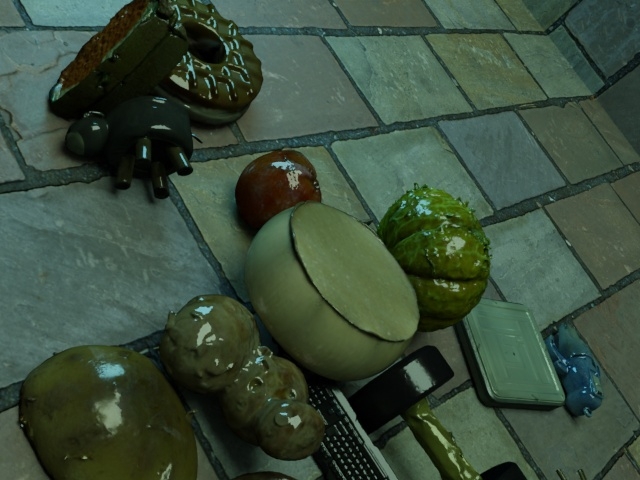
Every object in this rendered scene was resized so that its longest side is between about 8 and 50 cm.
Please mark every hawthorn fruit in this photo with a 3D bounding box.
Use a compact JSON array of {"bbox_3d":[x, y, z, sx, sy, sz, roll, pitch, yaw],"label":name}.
[{"bbox_3d":[-0.084,-0.092,1.603,0.173,0.173,0.173,25,44,-26],"label":"hawthorn fruit"}]

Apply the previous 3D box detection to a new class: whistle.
[{"bbox_3d":[0.624,0.315,1.978,0.180,0.093,0.269,29,36,-22],"label":"whistle"}]

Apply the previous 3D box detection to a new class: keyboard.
[{"bbox_3d":[0.036,0.355,1.393,0.106,0.016,0.262,-32,79,-7],"label":"keyboard"}]

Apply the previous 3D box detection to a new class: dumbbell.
[{"bbox_3d":[0.208,0.368,1.441,0.204,0.204,0.322,-20,71,-49],"label":"dumbbell"}]

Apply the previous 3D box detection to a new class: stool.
[{"bbox_3d":[-0.329,-0.160,1.459,0.228,0.153,0.139,-12,61,0],"label":"stool"}]

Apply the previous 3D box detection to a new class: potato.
[{"bbox_3d":[-0.274,0.257,1.166,0.299,0.116,0.239,52,34,3],"label":"potato"}]

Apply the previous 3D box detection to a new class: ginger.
[{"bbox_3d":[-0.114,0.219,1.288,0.304,0.155,0.244,42,-2,6],"label":"ginger"}]

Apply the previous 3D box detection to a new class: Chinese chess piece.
[{"bbox_3d":[0.024,0.086,1.452,0.338,0.140,0.338,35,30,-24],"label":"Chinese chess piece"}]

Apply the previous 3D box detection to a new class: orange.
[{"bbox_3d":[0.227,0.043,1.678,0.223,0.300,0.301,6,18,-16],"label":"orange"}]

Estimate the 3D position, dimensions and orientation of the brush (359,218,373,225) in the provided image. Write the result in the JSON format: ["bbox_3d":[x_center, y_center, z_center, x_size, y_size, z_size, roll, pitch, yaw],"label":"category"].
[{"bbox_3d":[0.000,0.000,1.682,0.321,0.060,0.050,-15,81,-48],"label":"brush"}]

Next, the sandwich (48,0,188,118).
[{"bbox_3d":[-0.370,-0.328,1.500,0.109,0.292,0.212,43,-5,-35],"label":"sandwich"}]

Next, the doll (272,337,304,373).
[{"bbox_3d":[-0.038,0.159,1.501,0.091,0.067,0.219,31,42,-14],"label":"doll"}]

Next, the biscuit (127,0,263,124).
[{"bbox_3d":[-0.271,-0.388,1.724,0.332,0.103,0.332,25,43,-27],"label":"biscuit"}]

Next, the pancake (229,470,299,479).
[{"bbox_3d":[-0.063,0.459,1.229,0.250,0.031,0.250,23,40,-21],"label":"pancake"}]

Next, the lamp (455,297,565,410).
[{"bbox_3d":[0.429,0.257,1.868,0.266,0.047,0.269,10,51,-36],"label":"lamp"}]

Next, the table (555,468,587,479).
[{"bbox_3d":[0.435,0.529,1.502,0.122,0.240,0.111,13,30,-37],"label":"table"}]
